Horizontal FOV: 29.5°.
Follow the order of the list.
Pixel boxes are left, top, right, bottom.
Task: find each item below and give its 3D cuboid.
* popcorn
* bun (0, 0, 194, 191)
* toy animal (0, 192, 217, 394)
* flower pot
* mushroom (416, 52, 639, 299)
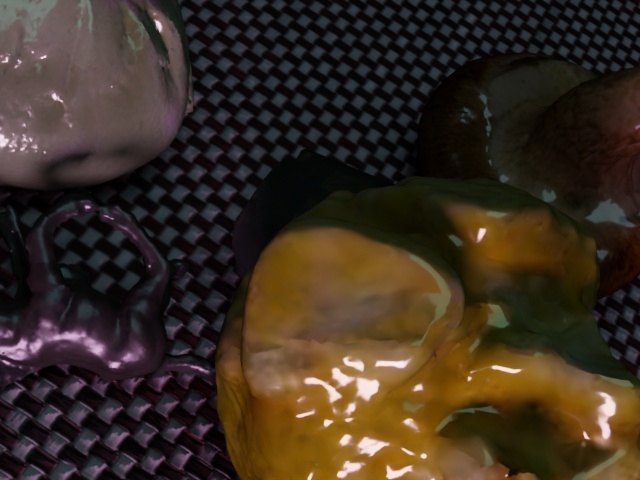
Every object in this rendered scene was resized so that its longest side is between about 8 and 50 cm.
[{"bbox_3d":[0.065,0.128,0.808,0.292,0.293,0.334,-8,77,8],"label":"popcorn"},{"bbox_3d":[-0.229,-0.187,0.970,0.293,0.187,0.293,17,46,-18],"label":"bun"},{"bbox_3d":[-0.177,0.049,0.887,0.232,0.084,0.148,19,63,-21],"label":"toy animal"},{"bbox_3d":[0.000,0.000,0.966,0.107,0.157,0.157,33,44,15],"label":"flower pot"},{"bbox_3d":[0.218,-0.086,1.126,0.267,0.255,0.267,17,20,-7],"label":"mushroom"}]
